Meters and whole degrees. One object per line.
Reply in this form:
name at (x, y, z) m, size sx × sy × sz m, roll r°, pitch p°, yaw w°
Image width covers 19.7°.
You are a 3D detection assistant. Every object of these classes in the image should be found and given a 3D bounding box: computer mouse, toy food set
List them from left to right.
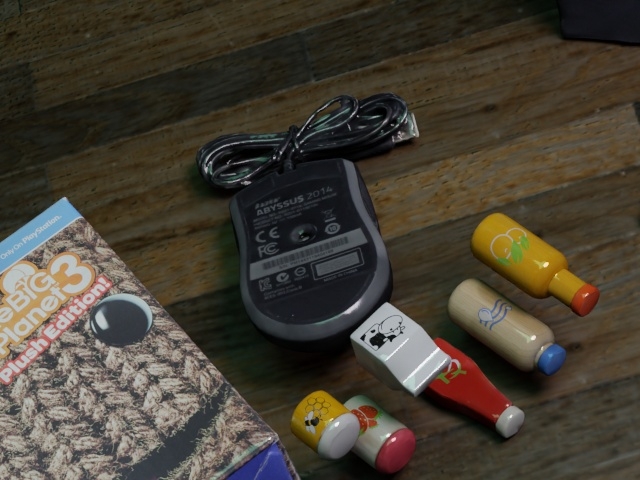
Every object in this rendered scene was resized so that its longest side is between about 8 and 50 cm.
computer mouse at (0.000, 0.000, 1.489) m, size 0.188 × 0.072 × 0.272 m, roll -14°, pitch 41°, yaw 7°
toy food set at (0.097, 0.100, 1.360) m, size 0.232 × 0.111 × 0.104 m, roll -42°, pitch 56°, yaw -19°

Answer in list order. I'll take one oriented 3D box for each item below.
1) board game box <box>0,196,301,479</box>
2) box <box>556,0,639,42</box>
board game box at (-0.188, 0.153, 1.377) m, size 0.232 × 0.141 × 0.291 m, roll -37°, pitch 55°, yaw -13°
box at (0.348, -0.481, 1.481) m, size 0.297 × 0.472 × 0.480 m, roll 5°, pitch 57°, yaw 19°
